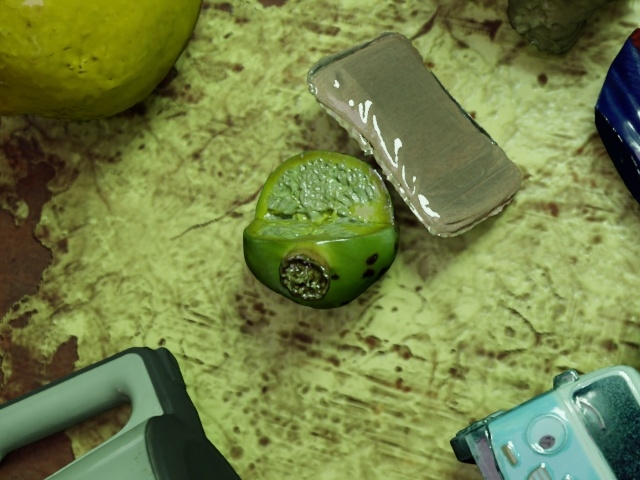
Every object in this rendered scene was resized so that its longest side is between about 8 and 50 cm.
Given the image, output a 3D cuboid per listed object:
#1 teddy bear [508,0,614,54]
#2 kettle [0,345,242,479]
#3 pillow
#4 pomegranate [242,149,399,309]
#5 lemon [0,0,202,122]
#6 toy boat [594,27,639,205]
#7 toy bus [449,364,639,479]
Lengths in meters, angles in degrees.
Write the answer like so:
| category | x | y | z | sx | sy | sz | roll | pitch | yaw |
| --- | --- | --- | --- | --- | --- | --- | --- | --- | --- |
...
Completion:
| category | x | y | z | sx | sy | sz | roll | pitch | yaw |
| --- | --- | --- | --- | --- | --- | --- | --- | --- | --- |
| teddy bear | 0.249 | -0.322 | 0.956 | 0.156 | 0.267 | 0.256 | 16 | 66 | 38 |
| kettle | -0.248 | 0.303 | 1.011 | 0.376 | 0.250 | 0.361 | -33 | 49 | 5 |
| pillow | 0.089 | -0.101 | 1.030 | 0.135 | 0.034 | 0.211 | -28 | 75 | -34 |
| pomegranate | 0.001 | 0.008 | 1.015 | 0.143 | 0.122 | 0.169 | -2 | 45 | 5 |
| lemon | -0.232 | -0.257 | 1.036 | 0.258 | 0.258 | 0.310 | 19 | 92 | 14 |
| toy boat | 0.404 | -0.098 | 0.984 | 0.318 | 0.072 | 0.219 | -3 | 80 | 3 |
| toy bus | 0.205 | 0.174 | 0.883 | 0.164 | 0.271 | 0.133 | -29 | 79 | 5 |
